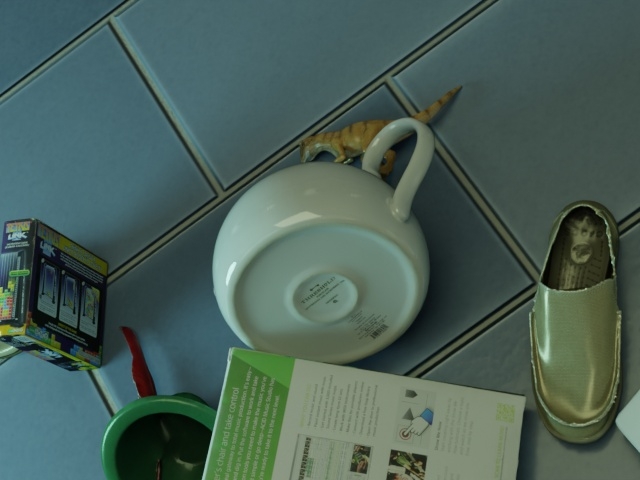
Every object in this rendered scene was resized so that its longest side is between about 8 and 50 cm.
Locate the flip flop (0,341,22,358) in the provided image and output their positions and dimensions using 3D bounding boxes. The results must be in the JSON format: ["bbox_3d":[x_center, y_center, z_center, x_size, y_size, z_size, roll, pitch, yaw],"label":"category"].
[{"bbox_3d":[-0.455,0.096,1.591,0.277,0.080,0.112,-13,65,17],"label":"flip flop"}]

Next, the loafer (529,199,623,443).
[{"bbox_3d":[0.266,0.077,1.334,0.101,0.092,0.269,-3,71,19],"label":"loafer"}]

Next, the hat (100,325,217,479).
[{"bbox_3d":[-0.151,0.211,1.477,0.173,0.183,0.209,-14,107,14],"label":"hat"}]

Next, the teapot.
[{"bbox_3d":[0.000,0.000,1.399,0.256,0.253,0.187,-4,39,-2],"label":"teapot"}]

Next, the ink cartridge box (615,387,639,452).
[{"bbox_3d":[0.428,0.152,1.146,0.261,0.066,0.296,-55,26,12],"label":"ink cartridge box"}]

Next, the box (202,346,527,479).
[{"bbox_3d":[0.040,0.248,1.310,0.322,0.058,0.232,10,64,4],"label":"box"}]

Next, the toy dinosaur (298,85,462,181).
[{"bbox_3d":[0.068,-0.119,1.492,0.211,0.064,0.112,-14,66,14],"label":"toy dinosaur"}]

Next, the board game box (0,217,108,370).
[{"bbox_3d":[-0.318,0.068,1.504,0.048,0.170,0.141,-7,68,19],"label":"board game box"}]
